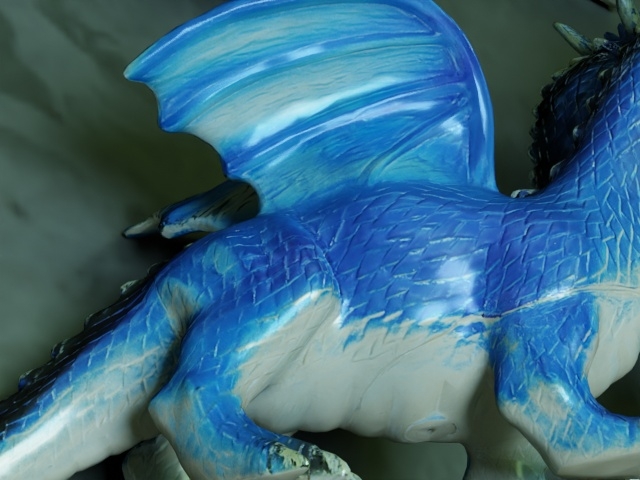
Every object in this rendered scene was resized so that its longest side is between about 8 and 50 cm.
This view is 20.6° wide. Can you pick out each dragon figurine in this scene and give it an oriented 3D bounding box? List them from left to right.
[{"bbox_3d":[0.000,0.000,0.405,0.289,0.085,0.144,-6,61,-10],"label":"dragon figurine"}]

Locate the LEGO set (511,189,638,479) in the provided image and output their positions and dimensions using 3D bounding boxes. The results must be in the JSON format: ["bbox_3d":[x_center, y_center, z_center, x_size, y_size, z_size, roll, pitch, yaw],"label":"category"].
[{"bbox_3d":[0.108,0.124,0.455,0.132,0.107,0.287,2,60,-1],"label":"LEGO set"}]

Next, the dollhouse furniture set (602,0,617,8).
[{"bbox_3d":[0.208,-0.119,0.659,0.259,0.135,0.262,21,50,-31],"label":"dollhouse furniture set"}]
